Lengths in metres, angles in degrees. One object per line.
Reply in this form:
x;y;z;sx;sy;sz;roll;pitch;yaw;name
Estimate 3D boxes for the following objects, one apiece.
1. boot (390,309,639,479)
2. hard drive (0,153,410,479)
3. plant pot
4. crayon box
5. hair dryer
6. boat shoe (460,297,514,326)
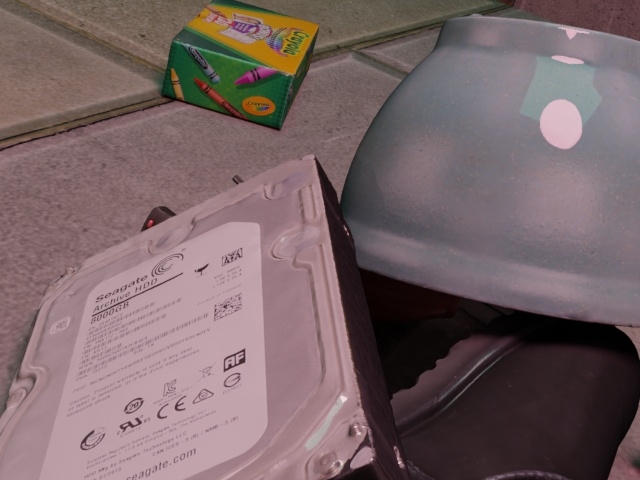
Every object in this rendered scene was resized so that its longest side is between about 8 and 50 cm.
0.213;0.195;0.462;0.367;0.146;0.445;-23;28;-35;boot
-0.083;0.080;0.562;0.237;0.064;0.339;-25;27;9;hard drive
0.164;-0.064;0.726;0.293;0.196;0.293;10;8;-1;plant pot
-0.104;-0.259;1.310;0.165;0.081;0.278;16;27;-1;crayon box
0.000;0.000;0.889;0.293;0.080;0.223;28;29;19;hair dryer
0.150;0.014;0.940;0.258;0.084;0.095;29;30;22;boat shoe
